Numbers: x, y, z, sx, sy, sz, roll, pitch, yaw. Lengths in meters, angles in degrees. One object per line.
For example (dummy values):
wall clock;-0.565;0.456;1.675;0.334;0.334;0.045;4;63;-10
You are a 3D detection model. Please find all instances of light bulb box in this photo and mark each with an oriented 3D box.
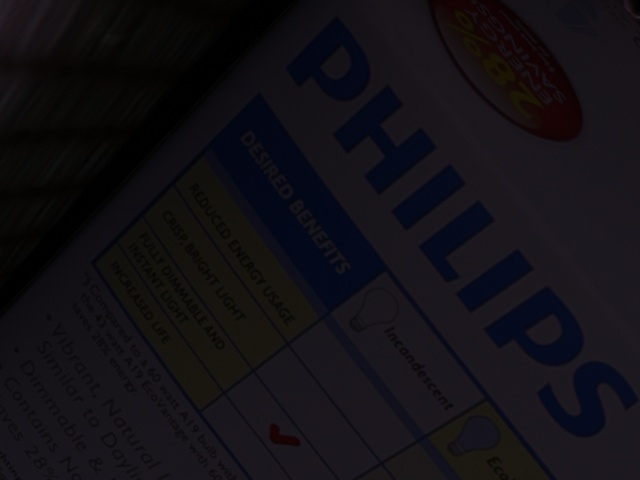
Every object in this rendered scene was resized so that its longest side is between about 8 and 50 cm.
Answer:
light bulb box;0.053;0.103;0.531;0.361;0.358;0.225;-40;178;35

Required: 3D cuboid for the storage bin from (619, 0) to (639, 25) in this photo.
storage bin;0.201;-0.190;0.522;0.180;0.084;0.122;-38;176;-15
